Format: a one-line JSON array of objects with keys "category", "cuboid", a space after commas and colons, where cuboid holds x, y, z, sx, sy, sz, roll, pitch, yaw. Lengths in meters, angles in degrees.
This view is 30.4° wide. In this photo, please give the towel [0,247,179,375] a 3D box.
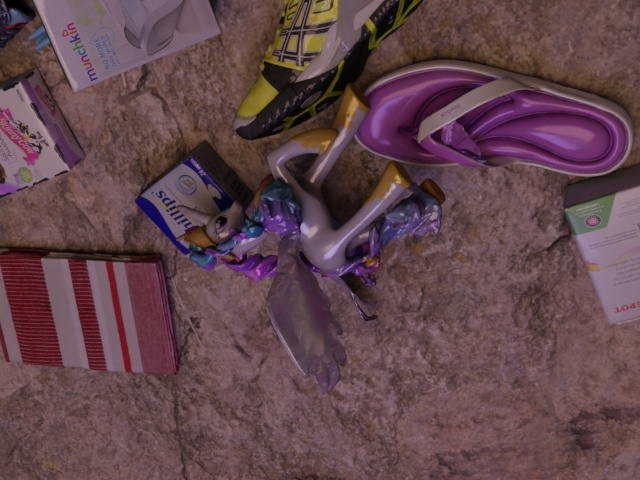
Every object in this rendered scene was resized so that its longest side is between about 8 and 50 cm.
[{"category": "towel", "cuboid": [-0.416, 0.124, 2.048, 0.329, 0.037, 0.237, 3, 120, 13]}]

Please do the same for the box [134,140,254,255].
[{"category": "box", "cuboid": [-0.201, -0.066, 1.880, 0.137, 0.072, 0.126, -35, 105, 26]}]

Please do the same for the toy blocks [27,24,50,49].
[{"category": "toy blocks", "cuboid": [-0.364, -0.311, 1.798, 0.148, 0.054, 0.123, -28, 110, 25]}]

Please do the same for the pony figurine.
[{"category": "pony figurine", "cuboid": [0.000, 0.000, 1.760, 0.363, 0.303, 0.351, -37, 98, 22]}]

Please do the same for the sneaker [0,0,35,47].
[{"category": "sneaker", "cuboid": [-0.502, -0.335, 1.788, 0.125, 0.104, 0.262, 16, 119, 1]}]

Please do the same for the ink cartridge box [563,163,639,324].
[{"category": "ink cartridge box", "cuboid": [0.472, 0.003, 1.761, 0.154, 0.093, 0.212, -18, 110, 21]}]

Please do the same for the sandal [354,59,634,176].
[{"category": "sandal", "cuboid": [0.246, -0.169, 1.713, 0.416, 0.102, 0.169, 4, 117, 11]}]

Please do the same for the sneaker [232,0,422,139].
[{"category": "sneaker", "cuboid": [-0.004, -0.298, 1.701, 0.385, 0.145, 0.147, -44, 80, 25]}]

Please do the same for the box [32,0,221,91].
[{"category": "box", "cuboid": [-0.300, -0.380, 1.662, 0.231, 0.127, 0.262, -23, 114, -7]}]

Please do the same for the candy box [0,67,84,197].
[{"category": "candy box", "cuboid": [-0.508, -0.164, 1.895, 0.196, 0.070, 0.165, -18, 111, 20]}]
